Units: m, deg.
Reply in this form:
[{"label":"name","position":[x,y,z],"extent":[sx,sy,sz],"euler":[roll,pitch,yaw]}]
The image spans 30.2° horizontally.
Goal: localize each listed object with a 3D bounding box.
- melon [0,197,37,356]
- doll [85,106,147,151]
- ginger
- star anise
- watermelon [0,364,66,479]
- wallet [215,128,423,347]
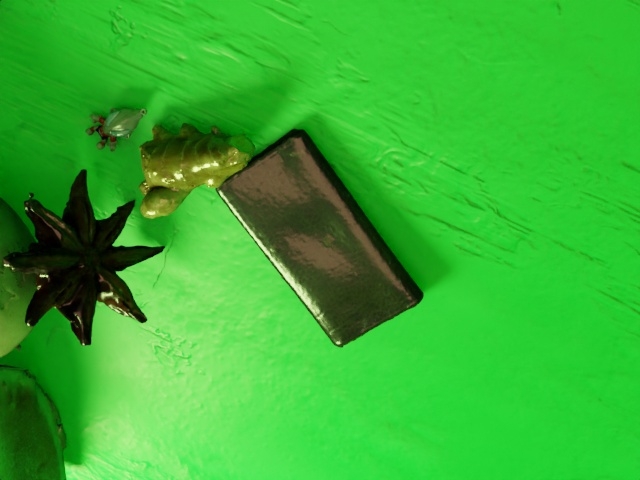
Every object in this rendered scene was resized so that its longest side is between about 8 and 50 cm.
[{"label":"melon","position":[-0.555,0.050,1.793],"extent":[0.268,0.268,0.330],"euler":[-15,123,21]},{"label":"doll","position":[-0.300,-0.172,1.751],"extent":[0.114,0.039,0.057],"euler":[-23,75,34]},{"label":"ginger","position":[-0.190,-0.118,1.730],"extent":[0.205,0.115,0.081],"euler":[-26,147,19]},{"label":"star anise","position":[-0.365,0.032,1.786],"extent":[0.102,0.272,0.272],"euler":[-8,118,48]},{"label":"watermelon","position":[-0.543,0.287,1.930],"extent":[0.319,0.292,0.222],"euler":[30,103,1]},{"label":"wallet","position":[0.000,0.000,1.762],"extent":[0.170,0.044,0.321],"euler":[-31,102,25]}]
